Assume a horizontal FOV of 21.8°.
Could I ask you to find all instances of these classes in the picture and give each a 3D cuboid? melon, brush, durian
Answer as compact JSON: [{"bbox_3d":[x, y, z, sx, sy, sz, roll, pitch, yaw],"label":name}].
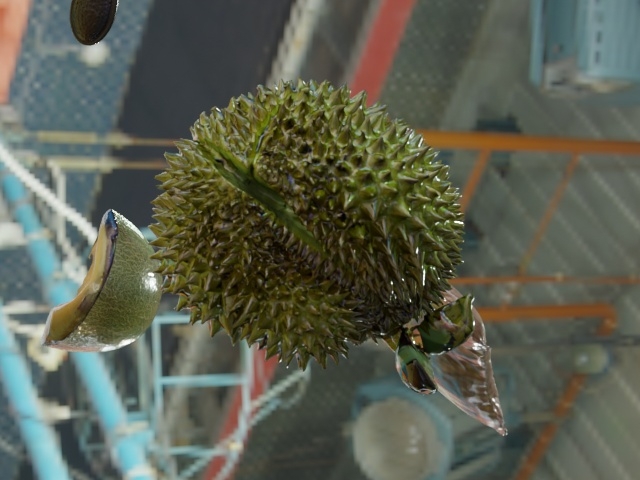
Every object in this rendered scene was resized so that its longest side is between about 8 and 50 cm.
[{"bbox_3d":[-0.210,0.061,1.726,0.079,0.128,0.160,32,-84,51],"label":"melon"},{"bbox_3d":[-0.106,-0.136,0.822,0.008,0.024,0.083,-55,163,-76],"label":"brush"},{"bbox_3d":[0.000,-0.015,0.943,0.146,0.198,0.159,-115,-142,-58],"label":"durian"}]

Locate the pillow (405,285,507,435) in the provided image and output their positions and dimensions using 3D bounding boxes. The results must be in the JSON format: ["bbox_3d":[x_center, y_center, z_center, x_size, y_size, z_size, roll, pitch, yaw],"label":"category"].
[{"bbox_3d":[0.089,0.072,1.299,0.135,0.034,0.211,42,-14,31],"label":"pillow"}]
